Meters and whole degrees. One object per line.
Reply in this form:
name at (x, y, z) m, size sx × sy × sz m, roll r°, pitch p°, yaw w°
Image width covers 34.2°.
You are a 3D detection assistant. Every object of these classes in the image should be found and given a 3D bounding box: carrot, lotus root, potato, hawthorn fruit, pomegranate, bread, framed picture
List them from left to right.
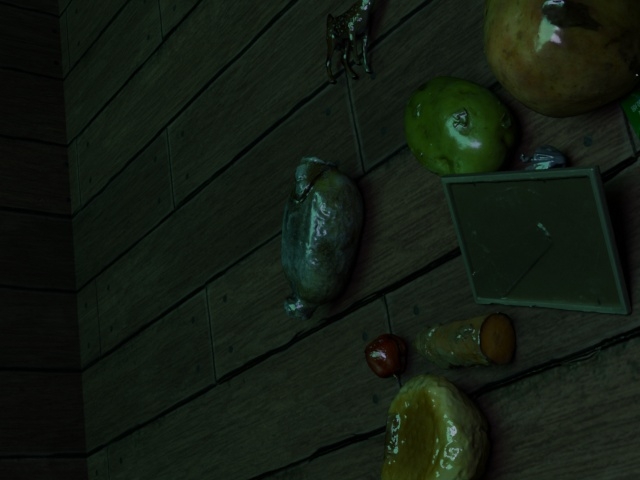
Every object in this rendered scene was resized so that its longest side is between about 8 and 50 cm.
lotus root at (0.002, 0.000, 2.204) m, size 0.175 × 0.175 × 0.350 m, roll 16°, pitch 101°, yaw 54°
hawthorn fruit at (0.131, 0.230, 2.048) m, size 0.093 × 0.093 × 0.093 m, roll -13°, pitch 73°, yaw 52°
bread at (0.208, 0.367, 1.873) m, size 0.244 × 0.134 × 0.244 m, roll -20°, pitch 66°, yaw 53°
carrot at (0.245, 0.185, 1.903) m, size 0.263 × 0.102 × 0.102 m, roll -13°, pitch 74°, yaw 59°
potato at (0.254, -0.200, 1.898) m, size 0.253 × 0.148 × 0.186 m, roll 55°, pitch 144°, yaw 41°
framed picture at (0.353, 0.000, 1.741) m, size 0.335 × 0.022 × 0.247 m, roll 0°, pitch 111°, yaw 54°
pomegranate at (0.387, -0.331, 1.645) m, size 0.281 × 0.281 × 0.281 m, roll -13°, pitch 73°, yaw 52°

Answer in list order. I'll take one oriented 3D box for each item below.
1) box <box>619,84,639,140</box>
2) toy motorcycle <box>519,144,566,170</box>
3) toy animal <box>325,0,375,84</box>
box at (0.552, -0.158, 1.571) m, size 0.132 × 0.034 × 0.235 m, roll -44°, pitch 50°, yaw 39°
toy motorcycle at (0.354, -0.091, 1.796) m, size 0.215 × 0.080 × 0.122 m, roll -20°, pitch 70°, yaw 53°
toy animal at (0.072, -0.487, 2.250) m, size 0.243 × 0.087 × 0.260 m, roll -13°, pitch 76°, yaw 51°
